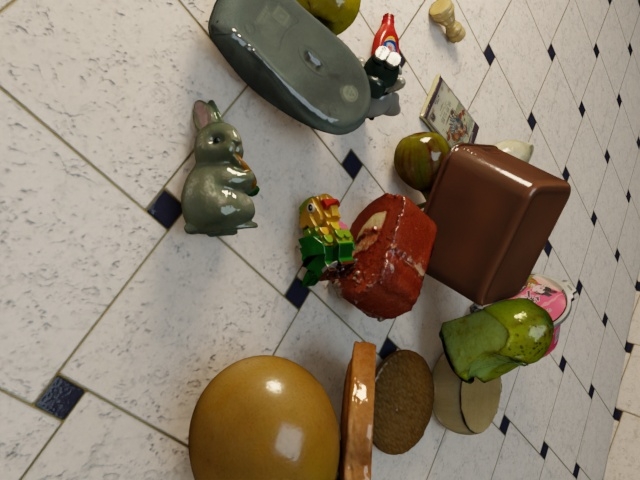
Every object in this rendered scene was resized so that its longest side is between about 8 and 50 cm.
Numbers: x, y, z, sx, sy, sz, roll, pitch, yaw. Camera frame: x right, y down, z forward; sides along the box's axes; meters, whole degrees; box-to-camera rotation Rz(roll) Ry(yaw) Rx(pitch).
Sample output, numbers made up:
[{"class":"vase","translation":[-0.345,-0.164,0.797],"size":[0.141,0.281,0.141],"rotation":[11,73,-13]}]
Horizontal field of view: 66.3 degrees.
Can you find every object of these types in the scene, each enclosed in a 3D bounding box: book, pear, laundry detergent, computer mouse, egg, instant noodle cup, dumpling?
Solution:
[{"class":"book","translation":[0.374,-0.338,1.395],"size":[0.231,0.026,0.157],"rotation":[39,65,-34]},{"class":"pear","translation":[0.010,-0.499,0.999],"size":[0.149,0.149,0.162],"rotation":[25,62,-39]},{"class":"laundry detergent","translation":[0.164,-0.471,1.195],"size":[0.097,0.049,0.165],"rotation":[16,78,-47]},{"class":"computer mouse","translation":[-0.062,-0.347,0.948],"size":[0.371,0.122,0.188],"rotation":[39,66,-26]},{"class":"egg","translation":[-0.091,0.353,0.830],"size":[0.250,0.250,0.322],"rotation":[-20,112,-40]},{"class":"instant noodle cup","translation":[0.613,0.242,1.475],"size":[0.258,0.303,0.181],"rotation":[-79,156,-54]},{"class":"dumpling","translation":[0.569,-0.226,1.508],"size":[0.216,0.126,0.166],"rotation":[-30,125,-41]},{"class":"pear","translation":[0.473,0.246,1.222],"size":[0.238,0.255,0.163],"rotation":[11,57,-39]}]

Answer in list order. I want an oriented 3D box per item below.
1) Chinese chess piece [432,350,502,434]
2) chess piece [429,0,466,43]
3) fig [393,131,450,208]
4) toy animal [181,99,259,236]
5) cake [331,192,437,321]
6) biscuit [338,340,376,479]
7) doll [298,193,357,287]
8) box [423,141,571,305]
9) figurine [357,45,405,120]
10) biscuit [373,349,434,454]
[{"class":"Chinese chess piece","translation":[0.411,0.414,1.371],"size":[0.250,0.103,0.249],"rotation":[2,87,-42]},{"class":"chess piece","translation":[0.358,-0.609,1.362],"size":[0.122,0.066,0.066],"rotation":[34,68,-42]},{"class":"fig","translation":[0.256,-0.176,1.211],"size":[0.148,0.142,0.186],"rotation":[-22,91,-12]},{"class":"toy animal","translation":[-0.178,-0.135,0.850],"size":[0.127,0.126,0.251],"rotation":[0,83,-70]},{"class":"cake","translation":[0.136,0.036,1.084],"size":[0.151,0.177,0.282],"rotation":[38,60,-35]},{"class":"biscuit","translation":[0.072,0.427,0.961],"size":[0.078,0.350,0.454],"rotation":[3,91,3]},{"class":"doll","translation":[0.006,-0.001,1.008],"size":[0.106,0.134,0.186],"rotation":[-4,86,-40]},{"class":"box","translation":[0.407,-0.039,1.199],"size":[0.240,0.229,0.339],"rotation":[-5,121,-41]},{"class":"figurine","translation":[0.121,-0.338,1.082],"size":[0.147,0.192,0.126],"rotation":[20,59,-1]},{"class":"biscuit","translation":[0.197,0.402,1.225],"size":[0.262,0.037,0.261],"rotation":[1,89,-42]}]
